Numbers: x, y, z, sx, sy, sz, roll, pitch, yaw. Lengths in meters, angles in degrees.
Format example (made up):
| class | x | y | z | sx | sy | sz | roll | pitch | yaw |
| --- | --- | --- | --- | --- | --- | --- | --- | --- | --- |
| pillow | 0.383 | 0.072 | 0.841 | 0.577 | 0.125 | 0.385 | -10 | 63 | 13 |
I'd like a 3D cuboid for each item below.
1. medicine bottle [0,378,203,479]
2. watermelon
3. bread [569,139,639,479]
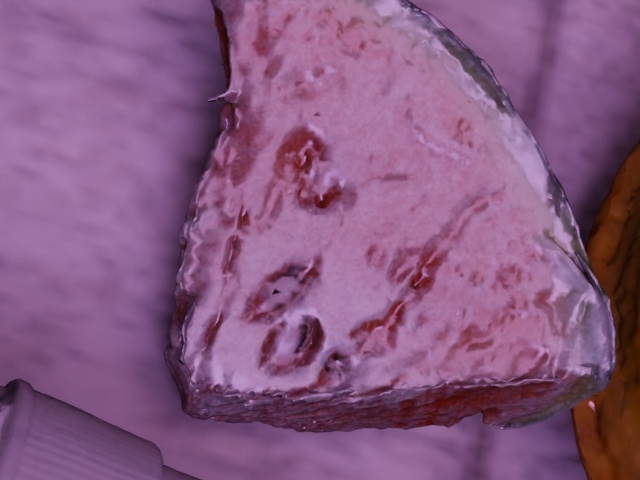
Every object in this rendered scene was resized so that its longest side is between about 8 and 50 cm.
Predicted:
| class | x | y | z | sx | sy | sz | roll | pitch | yaw |
| --- | --- | --- | --- | --- | --- | --- | --- | --- | --- |
| medicine bottle | -0.157 | 0.047 | 0.436 | 0.352 | 0.110 | 0.110 | 22 | 72 | -19 |
| watermelon | 0.000 | 0.000 | 0.545 | 0.139 | 0.071 | 0.187 | -38 | 94 | -12 |
| bread | 0.277 | 0.029 | 0.555 | 0.337 | 0.204 | 0.358 | 44 | 62 | 6 |
